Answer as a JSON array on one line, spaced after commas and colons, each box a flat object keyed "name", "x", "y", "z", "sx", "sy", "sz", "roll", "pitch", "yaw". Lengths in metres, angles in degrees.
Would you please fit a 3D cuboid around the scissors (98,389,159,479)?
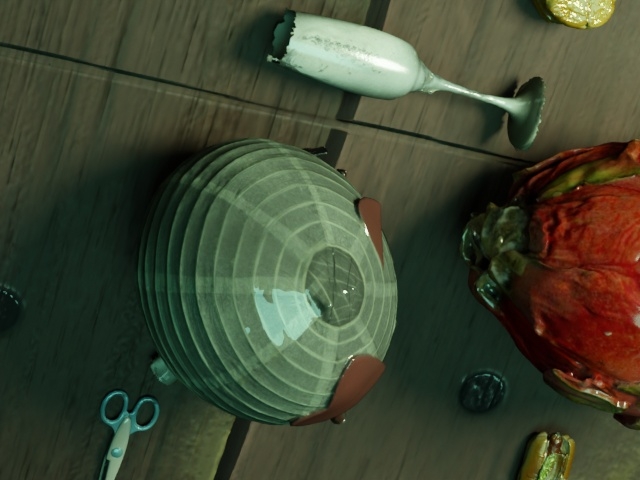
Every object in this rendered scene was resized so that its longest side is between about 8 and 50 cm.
[{"name": "scissors", "x": -0.197, "y": 0.202, "z": 1.830, "sx": 0.058, "sy": 0.014, "sz": 0.119, "roll": 13, "pitch": 110, "yaw": -18}]

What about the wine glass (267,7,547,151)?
[{"name": "wine glass", "x": 0.075, "y": -0.149, "z": 1.684, "sx": 0.262, "sy": 0.074, "sz": 0.074, "roll": 15, "pitch": 112, "yaw": -20}]

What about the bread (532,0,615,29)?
[{"name": "bread", "x": 0.233, "y": -0.228, "z": 1.691, "sx": 0.083, "sy": 0.046, "sz": 0.081, "roll": -24, "pitch": 114, "yaw": 1}]

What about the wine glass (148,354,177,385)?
[{"name": "wine glass", "x": -0.125, "y": 0.102, "z": 1.781, "sx": 0.083, "sy": 0.042, "sz": 0.039, "roll": -38, "pitch": 90, "yaw": 10}]

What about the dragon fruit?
[{"name": "dragon fruit", "x": 0.310, "y": 0.039, "z": 1.724, "sx": 0.342, "sy": 0.277, "sz": 0.277, "roll": 17, "pitch": 112, "yaw": -25}]

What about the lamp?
[{"name": "lamp", "x": -0.043, "y": 0.041, "z": 1.654, "sx": 0.233, "sy": 0.233, "sz": 0.265, "roll": -5, "pitch": 97, "yaw": -11}]

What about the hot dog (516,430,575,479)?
[{"name": "hot dog", "x": 0.232, "y": 0.255, "z": 1.943, "sx": 0.056, "sy": 0.041, "sz": 0.133, "roll": 6, "pitch": 115, "yaw": -16}]

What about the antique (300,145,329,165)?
[{"name": "antique", "x": 0.000, "y": 0.000, "z": 1.771, "sx": 0.031, "sy": 0.015, "sz": 0.192, "roll": -10, "pitch": 119, "yaw": -8}]
